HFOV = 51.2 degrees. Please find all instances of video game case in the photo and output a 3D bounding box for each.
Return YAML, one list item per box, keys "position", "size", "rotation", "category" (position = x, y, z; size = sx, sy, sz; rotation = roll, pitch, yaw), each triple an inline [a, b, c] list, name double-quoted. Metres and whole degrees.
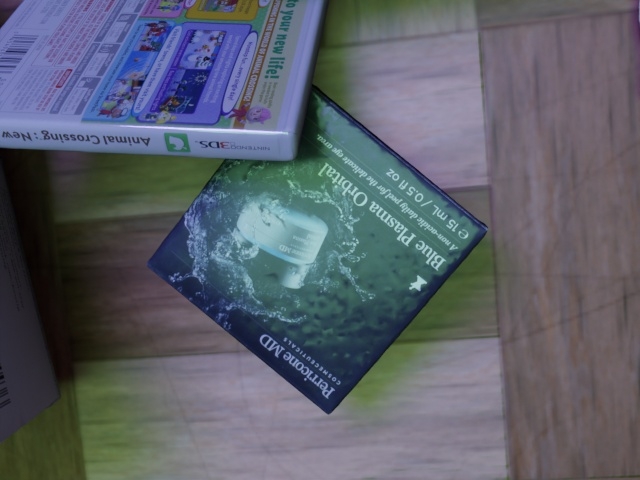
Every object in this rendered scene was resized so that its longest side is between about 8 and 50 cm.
- position: [-0.096, -0.129, 0.412]
  size: [0.193, 0.212, 0.023]
  rotation: [3, 138, 6]
  category: "video game case"

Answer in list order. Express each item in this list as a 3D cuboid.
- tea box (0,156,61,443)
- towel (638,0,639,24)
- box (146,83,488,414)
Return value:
- position: [-0.364, -0.008, 0.372]
  size: [0.323, 0.220, 0.329]
  rotation: [-15, 88, -11]
  category: "tea box"
- position: [0.287, -0.151, 0.440]
  size: [0.148, 0.027, 0.110]
  rotation: [-6, 96, 7]
  category: "towel"
- position: [0.000, 0.000, 0.453]
  size: [0.156, 0.093, 0.158]
  rotation: [39, 99, 1]
  category: "box"
